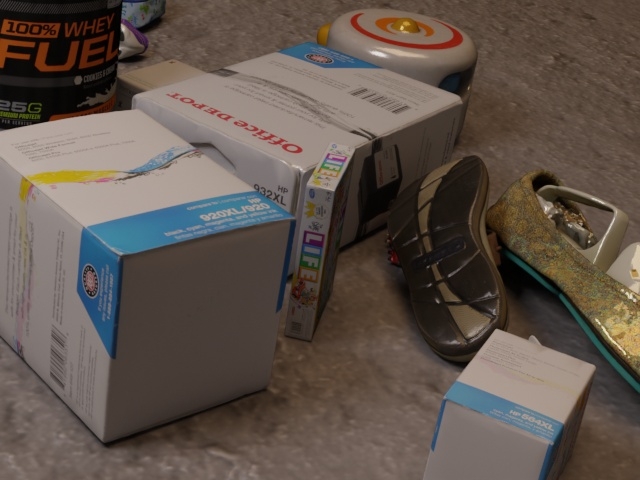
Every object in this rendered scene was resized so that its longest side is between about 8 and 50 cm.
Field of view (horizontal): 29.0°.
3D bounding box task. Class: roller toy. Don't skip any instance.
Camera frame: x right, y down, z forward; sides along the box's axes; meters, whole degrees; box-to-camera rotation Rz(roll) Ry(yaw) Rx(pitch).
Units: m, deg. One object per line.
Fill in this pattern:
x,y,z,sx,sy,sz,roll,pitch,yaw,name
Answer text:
0.097,-0.213,1.573,0.191,0.146,0.209,3,28,-13,roller toy

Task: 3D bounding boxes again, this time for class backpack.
-0.286,-0.358,1.799,0.105,0.084,0.114,12,30,10,backpack

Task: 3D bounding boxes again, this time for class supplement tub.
-0.308,-0.235,1.309,0.193,0.316,0.193,7,28,-4,supplement tub

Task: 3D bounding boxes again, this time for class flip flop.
0.137,0.020,1.217,0.112,0.080,0.277,-26,39,16,flip flop

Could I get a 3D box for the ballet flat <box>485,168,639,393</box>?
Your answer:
0.270,0.031,1.178,0.123,0.123,0.348,-3,29,-22,ballet flat

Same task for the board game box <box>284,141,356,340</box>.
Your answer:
0.000,0.000,1.132,0.026,0.154,0.103,12,28,7,board game box

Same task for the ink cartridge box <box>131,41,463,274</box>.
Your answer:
-0.025,-0.100,1.340,0.223,0.129,0.307,26,32,28,ink cartridge box

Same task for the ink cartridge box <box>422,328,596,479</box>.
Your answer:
0.153,0.143,0.976,0.090,0.092,0.143,20,30,20,ink cartridge box

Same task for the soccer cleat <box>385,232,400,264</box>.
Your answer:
0.089,0.001,1.298,0.035,0.029,0.083,15,30,-7,soccer cleat

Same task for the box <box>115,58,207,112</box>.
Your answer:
-0.169,-0.147,1.430,0.101,0.087,0.102,26,32,29,box

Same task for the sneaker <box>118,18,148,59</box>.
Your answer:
-0.309,-0.293,1.713,0.170,0.068,0.071,34,20,24,sneaker

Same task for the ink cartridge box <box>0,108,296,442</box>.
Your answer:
-0.164,0.017,1.031,0.168,0.171,0.233,-15,36,-38,ink cartridge box
